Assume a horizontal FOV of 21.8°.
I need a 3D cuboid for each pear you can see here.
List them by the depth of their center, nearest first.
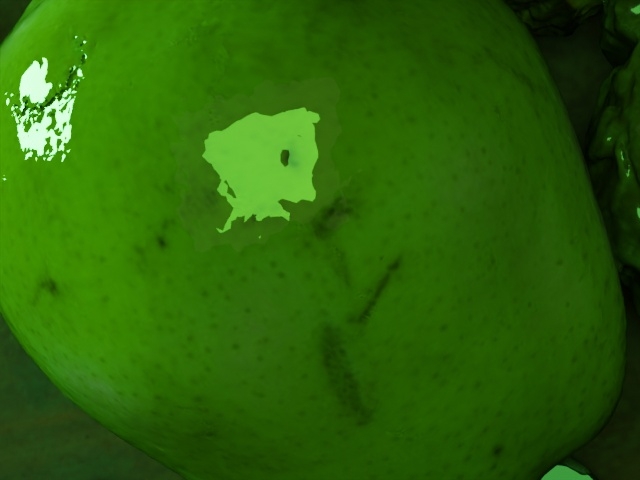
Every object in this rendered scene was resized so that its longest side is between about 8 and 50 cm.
[{"bbox_3d":[-0.009,-0.003,0.792,0.285,0.285,0.336,-24,121,4],"label":"pear"}]

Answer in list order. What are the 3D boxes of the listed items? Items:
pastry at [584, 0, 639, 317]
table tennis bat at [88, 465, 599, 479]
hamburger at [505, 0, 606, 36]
[{"bbox_3d":[0.244,-0.048,0.825,0.240,0.132,0.235,-36,73,-6],"label":"pastry"},{"bbox_3d":[0.017,0.173,0.877,0.301,0.022,0.173,9,87,6],"label":"table tennis bat"},{"bbox_3d":[0.051,-0.215,0.836,0.283,0.156,0.144,23,81,15],"label":"hamburger"}]
